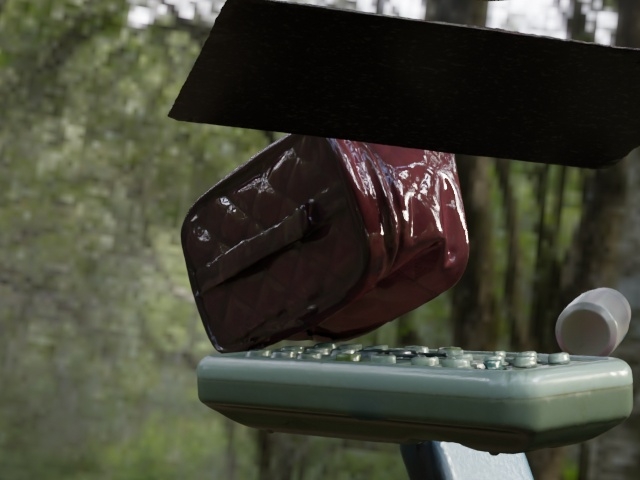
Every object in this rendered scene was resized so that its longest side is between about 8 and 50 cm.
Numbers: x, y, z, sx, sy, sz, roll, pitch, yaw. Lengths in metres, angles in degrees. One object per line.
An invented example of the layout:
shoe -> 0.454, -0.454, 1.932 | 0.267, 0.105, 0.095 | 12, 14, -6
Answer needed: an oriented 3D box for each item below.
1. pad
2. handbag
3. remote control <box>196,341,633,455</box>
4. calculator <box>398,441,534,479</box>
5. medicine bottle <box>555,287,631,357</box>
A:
pad -> 0.078, -0.098, 1.220 | 0.330, 0.004, 0.220 | 6, -17, -14
handbag -> 0.000, 0.000, 1.433 | 0.135, 0.146, 0.225 | 0, -19, -42
remote control -> 0.055, 0.107, 1.284 | 0.128, 0.065, 0.335 | 0, -1, -40
calculator -> 0.162, 0.278, 1.749 | 0.051, 0.293, 0.173 | -27, -16, 32
medicine bottle -> 0.228, 0.068, 1.539 | 0.052, 0.052, 0.089 | 3, 10, 19
